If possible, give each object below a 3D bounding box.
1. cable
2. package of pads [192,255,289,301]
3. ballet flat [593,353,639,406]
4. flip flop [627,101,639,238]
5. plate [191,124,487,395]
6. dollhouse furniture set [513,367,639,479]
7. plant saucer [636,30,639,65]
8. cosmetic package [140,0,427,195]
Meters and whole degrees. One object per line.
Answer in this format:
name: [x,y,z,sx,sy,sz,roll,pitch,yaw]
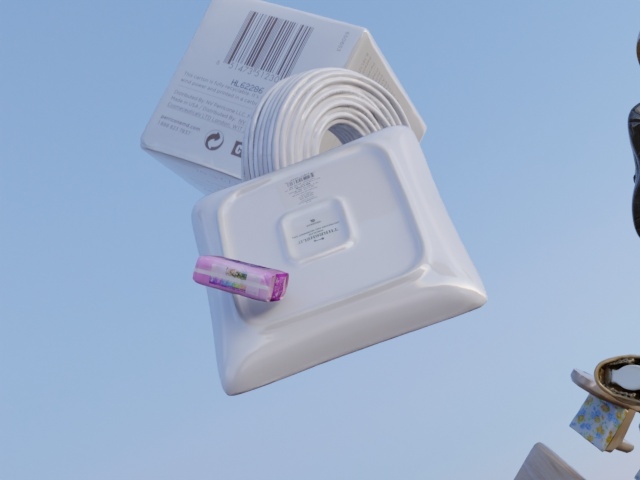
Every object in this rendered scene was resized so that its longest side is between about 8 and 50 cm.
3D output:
cable: [0.016,-0.098,1.229,0.257,0.257,0.089,18,-14,-39]
package of pads: [-0.077,0.037,0.907,0.083,0.032,0.050,13,4,18]
ballet flat: [0.415,0.169,1.050,0.073,0.080,0.232,18,-15,-39]
flip flop: [0.644,-0.131,1.790,0.112,0.277,0.080,-8,-4,14]
plate: [0.000,0.000,0.981,0.277,0.278,0.045,-21,-42,4]
dollhouse furniture set: [0.355,0.402,1.171,0.256,0.394,0.362,22,-81,-35]
plant saucer: [0.354,-0.189,0.967,0.015,0.083,0.083,-28,-23,-11]
cosmetic package: [-0.051,-0.197,1.737,0.328,0.329,0.393,-65,-28,-9]
